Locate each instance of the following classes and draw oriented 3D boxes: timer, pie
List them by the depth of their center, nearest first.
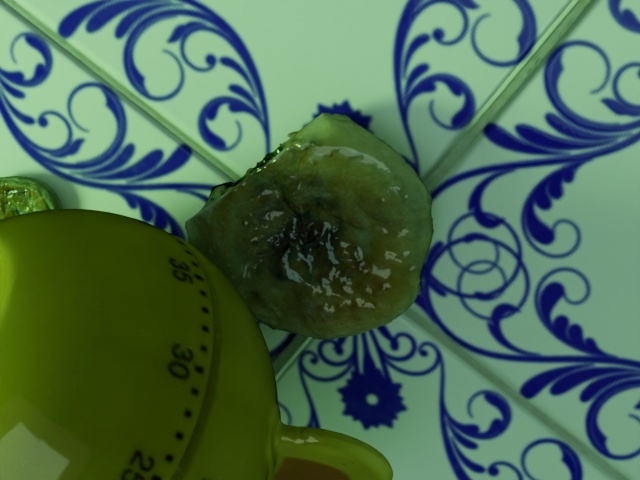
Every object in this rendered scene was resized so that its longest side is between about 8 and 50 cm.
[{"bbox_3d":[-0.174,0.164,1.263,0.376,0.376,0.387,-32,132,24],"label":"timer"},{"bbox_3d":[0.001,-0.001,1.287,0.185,0.052,0.218,45,118,-12],"label":"pie"},{"bbox_3d":[-0.268,-0.022,1.366,0.084,0.021,0.084,4,115,9],"label":"pie"}]
